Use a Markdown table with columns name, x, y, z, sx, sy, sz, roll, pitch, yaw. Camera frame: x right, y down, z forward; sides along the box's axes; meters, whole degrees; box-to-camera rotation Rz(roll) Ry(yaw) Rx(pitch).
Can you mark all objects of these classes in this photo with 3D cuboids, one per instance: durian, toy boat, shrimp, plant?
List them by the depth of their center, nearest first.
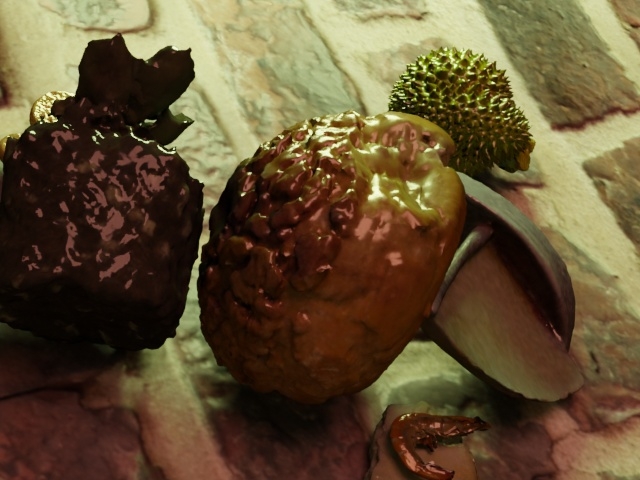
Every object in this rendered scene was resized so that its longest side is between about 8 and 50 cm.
| name | x | y | z | sx | sy | sz | roll | pitch | yaw |
| --- | --- | --- | --- | --- | --- | --- | --- | --- | --- |
| plant | -0.224 | -0.056 | 1.703 | 0.213 | 0.215 | 0.312 | 4 | 71 | 0 |
| shrimp | 0.133 | 0.215 | 1.731 | 0.127 | 0.025 | 0.091 | -7 | 48 | -28 |
| toy boat | 0.200 | 0.080 | 1.857 | 0.276 | 0.111 | 0.293 | 44 | 35 | -23 |
| durian | 0.178 | -0.161 | 2.087 | 0.159 | 0.146 | 0.198 | -26 | 58 | -37 |

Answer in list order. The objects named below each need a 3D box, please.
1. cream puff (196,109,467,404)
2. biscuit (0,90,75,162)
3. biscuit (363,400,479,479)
| name | x | y | z | sx | sy | sz | roll | pitch | yaw |
| --- | --- | --- | --- | --- | --- | --- | --- | --- | --- |
| cream puff | 0.000 | 0.000 | 1.715 | 0.231 | 0.327 | 0.343 | 25 | 77 | -8 |
| biscuit | -0.294 | -0.079 | 1.882 | 0.158 | 0.035 | 0.240 | 10 | 45 | -17 |
| biscuit | 0.100 | 0.276 | 1.701 | 0.141 | 0.038 | 0.290 | 25 | 43 | 1 |
